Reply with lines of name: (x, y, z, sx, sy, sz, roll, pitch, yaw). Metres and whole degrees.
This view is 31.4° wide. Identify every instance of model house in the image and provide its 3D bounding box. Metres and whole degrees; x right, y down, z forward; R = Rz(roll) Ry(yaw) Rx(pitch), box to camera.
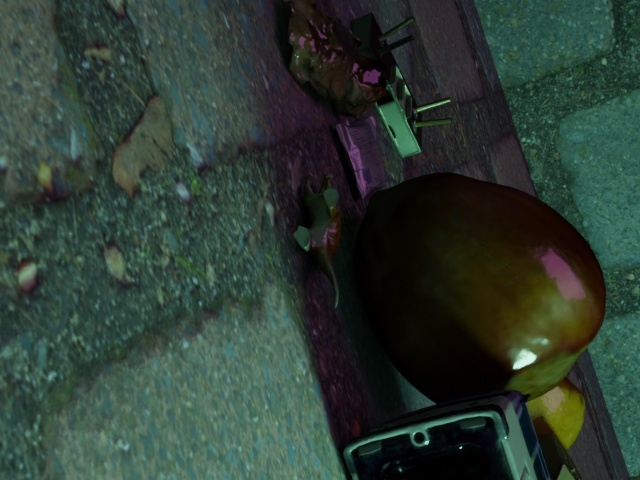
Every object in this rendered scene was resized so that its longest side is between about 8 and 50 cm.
model house: (0.345, 0.464, 1.796, 0.181, 0.176, 0.248, 54, 21, -44)

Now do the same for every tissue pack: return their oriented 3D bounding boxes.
tissue pack: (0.071, -0.132, 1.799, 0.193, 0.026, 0.123, -28, 101, -71)

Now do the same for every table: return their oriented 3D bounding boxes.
table: (0.150, -0.287, 2.038, 0.122, 0.111, 0.240, -84, 150, -49)

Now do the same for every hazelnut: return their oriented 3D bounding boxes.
hazelnut: (0.218, 0.067, 1.587, 0.366, 0.365, 0.366, -18, 90, -72)

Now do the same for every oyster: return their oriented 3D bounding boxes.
oyster: (0.024, -0.270, 1.687, 0.233, 0.107, 0.162, 49, 37, -46)

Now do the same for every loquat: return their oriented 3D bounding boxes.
loquat: (0.347, 0.292, 1.928, 0.234, 0.187, 0.176, 18, 55, -34)

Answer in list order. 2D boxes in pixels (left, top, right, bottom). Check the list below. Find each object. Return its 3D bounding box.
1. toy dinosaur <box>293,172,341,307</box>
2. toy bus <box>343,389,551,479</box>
toy dinosaur: (0.000, -0.002, 1.462, 0.142, 0.057, 0.212, 78, 13, -72)
toy bus: (0.205, 0.403, 1.402, 0.249, 0.209, 0.440, -26, 98, -71)
